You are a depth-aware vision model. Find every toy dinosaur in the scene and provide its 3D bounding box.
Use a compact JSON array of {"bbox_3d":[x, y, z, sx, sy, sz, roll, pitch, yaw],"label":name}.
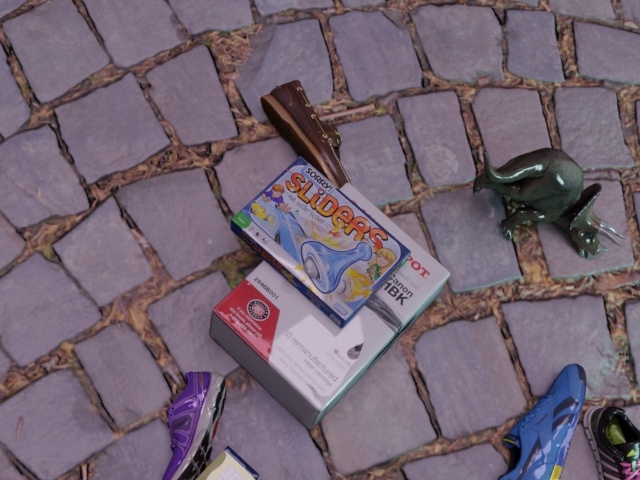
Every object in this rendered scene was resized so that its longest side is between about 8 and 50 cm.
[{"bbox_3d":[0.314,-0.084,1.489,0.160,0.313,0.121,-16,54,25],"label":"toy dinosaur"}]

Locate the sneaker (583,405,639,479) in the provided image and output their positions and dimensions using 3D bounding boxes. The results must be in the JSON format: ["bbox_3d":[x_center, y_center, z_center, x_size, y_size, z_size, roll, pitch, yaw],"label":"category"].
[{"bbox_3d":[0.416,0.301,1.418,0.063,0.075,0.170,-14,71,-15],"label":"sneaker"}]

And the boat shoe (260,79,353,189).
[{"bbox_3d":[-0.006,-0.151,1.535,0.073,0.073,0.207,-29,76,-17],"label":"boat shoe"}]

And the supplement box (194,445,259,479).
[{"bbox_3d":[-0.129,0.316,1.318,0.056,0.083,0.083,41,67,9],"label":"supplement box"}]

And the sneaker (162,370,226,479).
[{"bbox_3d":[-0.175,0.250,1.360,0.071,0.068,0.170,9,57,11],"label":"sneaker"}]

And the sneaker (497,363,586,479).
[{"bbox_3d":[0.303,0.252,1.424,0.082,0.069,0.209,23,66,5],"label":"sneaker"}]

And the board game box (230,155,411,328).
[{"bbox_3d":[0.000,0.000,1.371,0.201,0.035,0.136,40,67,11],"label":"board game box"}]

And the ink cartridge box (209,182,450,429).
[{"bbox_3d":[0.013,0.086,1.419,0.197,0.114,0.273,42,67,10],"label":"ink cartridge box"}]
